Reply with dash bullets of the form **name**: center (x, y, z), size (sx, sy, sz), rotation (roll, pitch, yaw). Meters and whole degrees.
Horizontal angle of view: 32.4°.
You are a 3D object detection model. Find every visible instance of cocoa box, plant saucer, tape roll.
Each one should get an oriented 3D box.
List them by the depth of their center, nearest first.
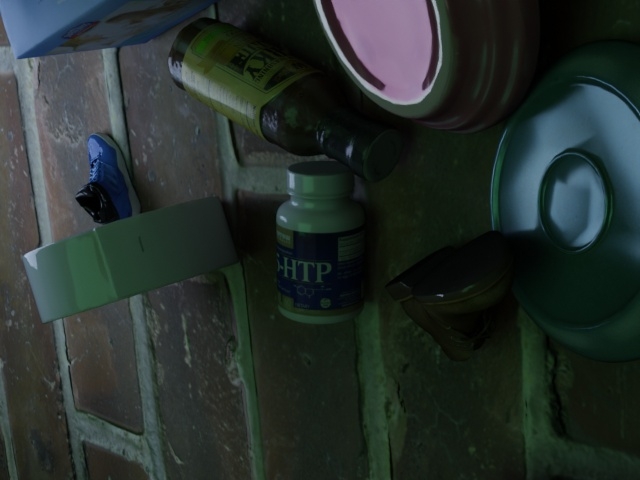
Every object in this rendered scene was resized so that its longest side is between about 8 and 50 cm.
- **plant saucer**: center (0.260, -0.037, 1.079), size (0.317, 0.043, 0.318), rotation (6, 97, 60)
- **plant saucer**: center (0.086, -0.257, 1.143), size (0.332, 0.084, 0.332), rotation (45, 152, 33)
- **cocoa box**: center (-0.250, -0.397, 1.408), size (0.347, 0.231, 0.228), rotation (-16, 92, 46)
- **tape roll**: center (-0.259, 0.026, 1.515), size (0.286, 0.286, 0.100), rotation (-16, 90, 46)

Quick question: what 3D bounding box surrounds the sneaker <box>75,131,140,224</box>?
- **sneaker**: center (-0.345, -0.095, 1.706), size (0.058, 0.084, 0.152), rotation (-30, 81, 46)

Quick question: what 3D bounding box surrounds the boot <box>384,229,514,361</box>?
- **boot**: center (0.159, 0.066, 1.181), size (0.115, 0.112, 0.305), rotation (57, 172, 0)

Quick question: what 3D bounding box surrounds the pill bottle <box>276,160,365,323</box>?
- **pill bottle**: center (0.000, 0.000, 1.373), size (0.112, 0.112, 0.187), rotation (15, 113, 41)

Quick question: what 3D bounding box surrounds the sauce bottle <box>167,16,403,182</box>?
- **sauce bottle**: center (-0.044, -0.174, 1.366), size (0.344, 0.111, 0.111), rotation (31, 123, 32)
